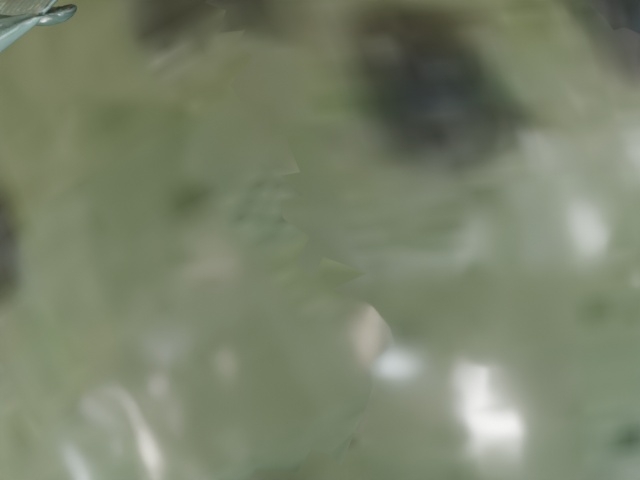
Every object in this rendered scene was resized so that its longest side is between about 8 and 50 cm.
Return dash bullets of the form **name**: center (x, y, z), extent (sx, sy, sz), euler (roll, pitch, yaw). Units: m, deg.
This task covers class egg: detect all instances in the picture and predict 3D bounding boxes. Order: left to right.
- **egg**: center (0.000, 0.000, 0.618), extent (0.345, 0.428, 0.345), euler (-24, 167, -6)

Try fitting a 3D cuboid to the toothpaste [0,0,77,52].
- **toothpaste**: center (-0.130, 0.003, 0.340), extent (0.056, 0.036, 0.205), euler (6, -145, 40)
